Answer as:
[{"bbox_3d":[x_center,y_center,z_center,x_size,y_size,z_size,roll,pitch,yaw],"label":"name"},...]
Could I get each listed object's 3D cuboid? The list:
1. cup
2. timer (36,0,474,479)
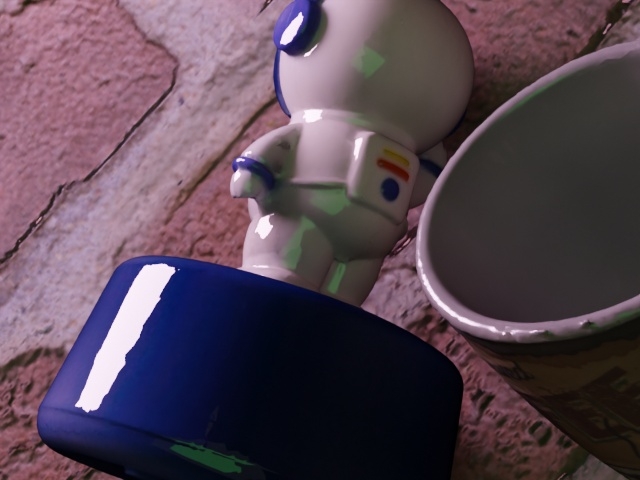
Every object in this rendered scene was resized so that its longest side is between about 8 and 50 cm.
[{"bbox_3d":[0.198,0.027,0.930,0.227,0.257,0.301,-36,35,1],"label":"cup"},{"bbox_3d":[0.000,0.000,1.007,0.270,0.270,0.383,14,76,18],"label":"timer"}]
